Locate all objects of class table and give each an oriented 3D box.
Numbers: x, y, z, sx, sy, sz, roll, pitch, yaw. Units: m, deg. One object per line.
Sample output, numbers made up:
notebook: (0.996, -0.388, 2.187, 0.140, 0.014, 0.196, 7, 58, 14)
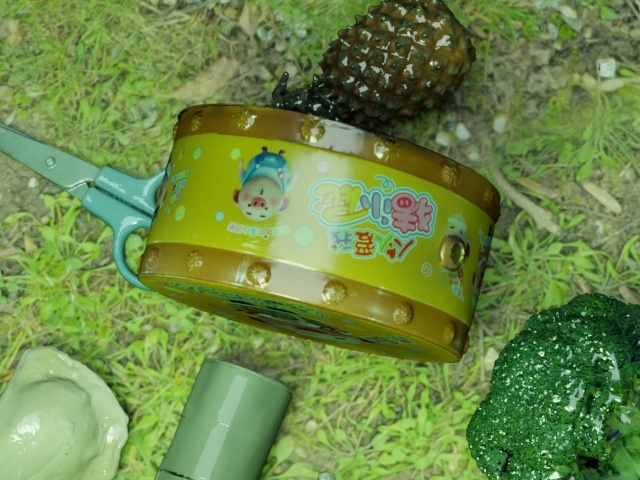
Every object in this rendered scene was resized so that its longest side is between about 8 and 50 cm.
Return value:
table: (-0.132, 0.274, 1.730, 0.126, 0.126, 0.220, 18, 75, 11)

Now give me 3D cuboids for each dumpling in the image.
dumpling: (-0.350, 0.272, 1.758, 0.179, 0.131, 0.252, 23, 83, -13)

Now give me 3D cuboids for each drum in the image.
drum: (0.000, 0.000, 1.649, 0.431, 0.431, 0.214, 13, 81, 9)

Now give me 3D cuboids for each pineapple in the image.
pineapple: (0.038, -0.200, 1.868, 0.361, 0.175, 0.175, -37, 72, 2)

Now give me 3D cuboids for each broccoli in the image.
broccoli: (0.321, 0.203, 1.682, 0.294, 0.265, 0.245, -41, 107, -2)

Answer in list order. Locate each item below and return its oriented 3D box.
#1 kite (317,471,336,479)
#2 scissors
kite: (0.000, 0.444, 1.679, 0.335, 0.011, 0.314, 8, 88, -10)
scissors: (-0.347, -0.091, 1.923, 0.447, 0.029, 0.193, 28, 76, 13)
